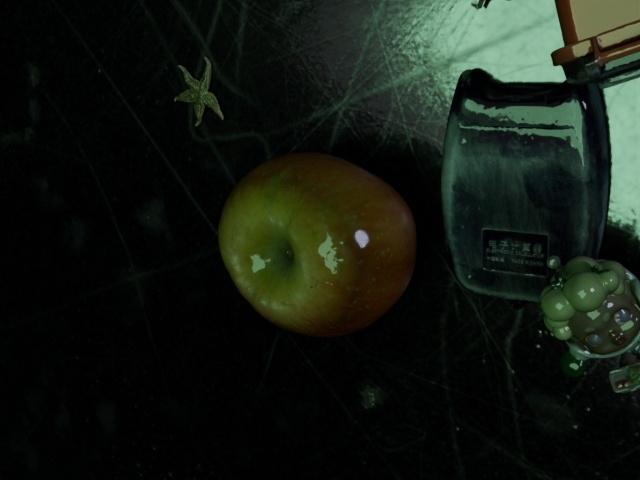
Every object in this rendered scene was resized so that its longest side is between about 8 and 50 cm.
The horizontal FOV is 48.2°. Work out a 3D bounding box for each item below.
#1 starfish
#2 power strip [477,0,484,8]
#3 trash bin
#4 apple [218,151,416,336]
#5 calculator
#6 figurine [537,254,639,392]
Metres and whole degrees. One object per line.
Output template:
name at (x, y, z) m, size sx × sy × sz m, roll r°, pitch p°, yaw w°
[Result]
starfish at (-0.156, -0.195, 0.944) m, size 0.086 × 0.016 × 0.092 m, roll 28°, pitch 114°, yaw 17°
power strip at (0.206, -0.331, 0.687) m, size 0.080 × 0.029 × 0.227 m, roll 34°, pitch 119°, yaw 16°
trash bin at (0.248, -0.255, 0.585) m, size 0.161 × 0.184 × 0.239 m, roll -16°, pitch 100°, yaw 26°
apple at (0.000, 0.000, 0.828) m, size 0.234 × 0.173 × 0.211 m, roll 39°, pitch 125°, yaw 24°
calculator at (0.214, -0.047, 0.769) m, size 0.177 × 0.040 × 0.268 m, roll 6°, pitch 114°, yaw 29°
figurine at (0.302, 0.090, 0.712) m, size 0.197 × 0.093 × 0.147 m, roll 39°, pitch 117°, yaw 0°
